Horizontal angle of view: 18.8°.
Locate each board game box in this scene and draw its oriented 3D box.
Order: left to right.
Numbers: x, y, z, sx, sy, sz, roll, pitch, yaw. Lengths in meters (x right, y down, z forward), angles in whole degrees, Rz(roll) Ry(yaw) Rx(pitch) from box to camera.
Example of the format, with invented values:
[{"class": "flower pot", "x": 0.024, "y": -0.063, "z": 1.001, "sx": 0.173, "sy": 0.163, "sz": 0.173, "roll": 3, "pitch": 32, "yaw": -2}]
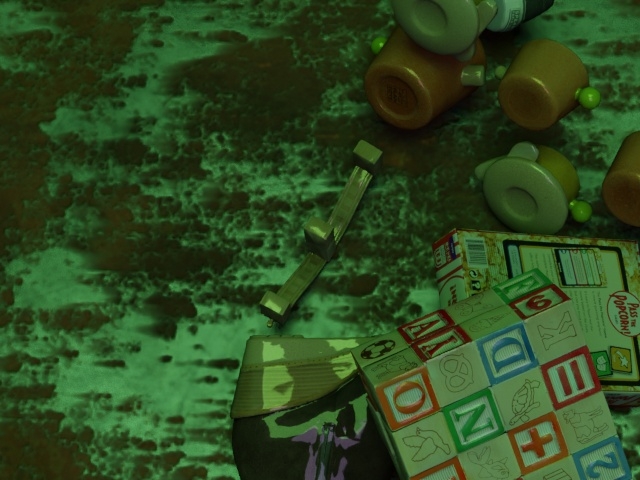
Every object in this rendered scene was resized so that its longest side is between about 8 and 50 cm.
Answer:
[{"class": "board game box", "x": 0.199, "y": 0.069, "z": 1.679, "sx": 0.193, "sy": 0.045, "sz": 0.147, "roll": 4, "pitch": 68, "yaw": -27}]

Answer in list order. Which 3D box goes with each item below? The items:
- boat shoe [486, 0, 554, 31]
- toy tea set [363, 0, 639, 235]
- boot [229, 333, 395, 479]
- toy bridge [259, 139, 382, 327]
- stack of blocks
[{"class": "boat shoe", "x": 0.147, "y": -0.299, "z": 1.810, "sx": 0.076, "sy": 0.080, "sz": 0.228, "roll": -19, "pitch": 66, "yaw": -25}, {"class": "toy tea set", "x": 0.191, "y": -0.127, "z": 1.735, "sx": 0.336, "sy": 0.200, "sz": 0.124, "roll": 42, "pitch": 52, "yaw": 2}, {"class": "boot", "x": 0.045, "y": 0.186, "z": 1.689, "sx": 0.248, "sy": 0.090, "sz": 0.207, "roll": 0, "pitch": 85, "yaw": -2}, {"class": "toy bridge", "x": 0.000, "y": 0.000, "z": 1.748, "sx": 0.026, "sy": 0.063, "sz": 0.188, "roll": 28, "pitch": 73, "yaw": 12}, {"class": "stack of blocks", "x": 0.159, "y": 0.195, "z": 1.574, "sx": 0.171, "sy": 0.087, "sz": 0.297, "roll": -24, "pitch": 110, "yaw": -5}]
